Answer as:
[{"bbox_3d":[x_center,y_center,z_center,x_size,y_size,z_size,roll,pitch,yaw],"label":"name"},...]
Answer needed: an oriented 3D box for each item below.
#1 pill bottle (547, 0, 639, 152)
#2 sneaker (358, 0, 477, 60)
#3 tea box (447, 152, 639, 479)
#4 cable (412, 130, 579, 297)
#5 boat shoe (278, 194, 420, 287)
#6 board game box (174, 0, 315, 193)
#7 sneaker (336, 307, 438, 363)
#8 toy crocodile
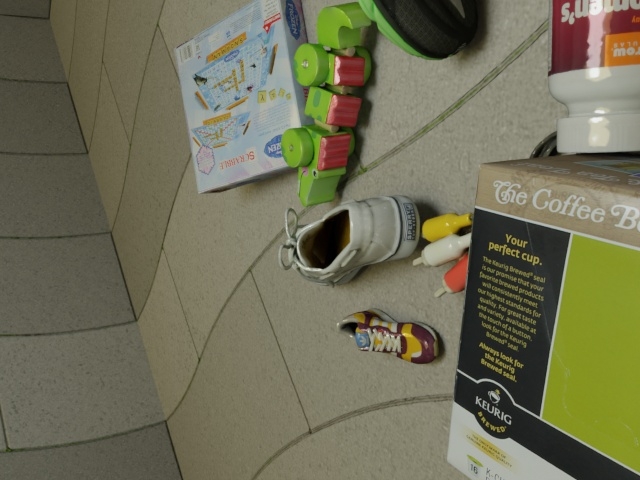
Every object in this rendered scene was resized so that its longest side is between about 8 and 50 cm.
[{"bbox_3d":[0.281,-0.196,0.543,0.121,0.121,0.221,11,106,54],"label":"pill bottle"},{"bbox_3d":[0.124,-0.415,0.592,0.202,0.185,0.482,17,137,34],"label":"sneaker"},{"bbox_3d":[0.311,0.105,0.484,0.329,0.220,0.323,24,118,51],"label":"tea box"},{"bbox_3d":[0.223,-0.014,0.711,0.287,0.072,0.139,-47,56,51],"label":"cable"},{"bbox_3d":[0.001,0.008,0.930,0.367,0.157,0.135,162,107,-66],"label":"boat shoe"},{"bbox_3d":[-0.148,-0.276,1.131,0.319,0.066,0.317,-9,90,41],"label":"board game box"},{"bbox_3d":[0.104,0.160,0.919,0.186,0.084,0.069,9,105,55],"label":"sneaker"},{"bbox_3d":[0.018,-0.209,0.930,0.105,0.115,0.340,39,128,44],"label":"toy crocodile"}]
